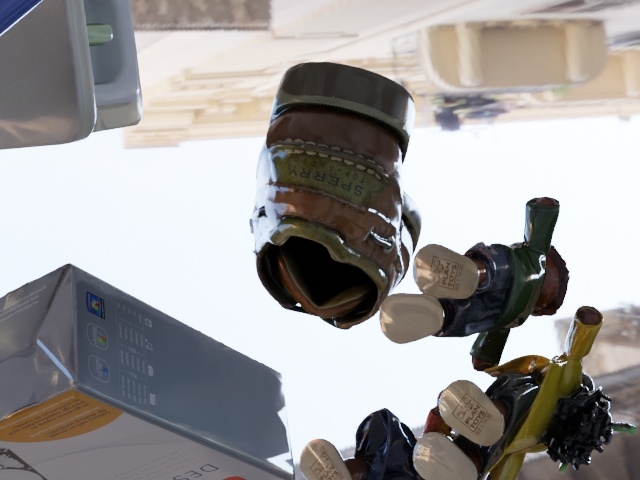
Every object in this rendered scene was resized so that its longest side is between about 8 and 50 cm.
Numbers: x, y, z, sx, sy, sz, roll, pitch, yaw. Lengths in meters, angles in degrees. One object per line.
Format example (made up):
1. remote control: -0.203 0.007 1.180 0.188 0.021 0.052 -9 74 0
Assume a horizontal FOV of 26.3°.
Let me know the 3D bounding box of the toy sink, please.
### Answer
1. toy sink: -0.194 -0.133 0.820 0.131 0.234 0.152 -18 -77 -55

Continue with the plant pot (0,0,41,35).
1. plant pot: -0.204 -0.132 0.329 0.236 0.212 0.236 -42 -58 -8

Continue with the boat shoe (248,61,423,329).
1. boat shoe: 0.000 0.000 0.854 0.111 0.307 0.104 11 -108 10

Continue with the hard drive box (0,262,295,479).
1. hard drive box: -0.157 0.124 0.942 0.232 0.181 0.089 33 -140 -49

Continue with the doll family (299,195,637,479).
1. doll family: 0.051 0.081 0.480 0.076 0.111 0.193 38 -70 24
